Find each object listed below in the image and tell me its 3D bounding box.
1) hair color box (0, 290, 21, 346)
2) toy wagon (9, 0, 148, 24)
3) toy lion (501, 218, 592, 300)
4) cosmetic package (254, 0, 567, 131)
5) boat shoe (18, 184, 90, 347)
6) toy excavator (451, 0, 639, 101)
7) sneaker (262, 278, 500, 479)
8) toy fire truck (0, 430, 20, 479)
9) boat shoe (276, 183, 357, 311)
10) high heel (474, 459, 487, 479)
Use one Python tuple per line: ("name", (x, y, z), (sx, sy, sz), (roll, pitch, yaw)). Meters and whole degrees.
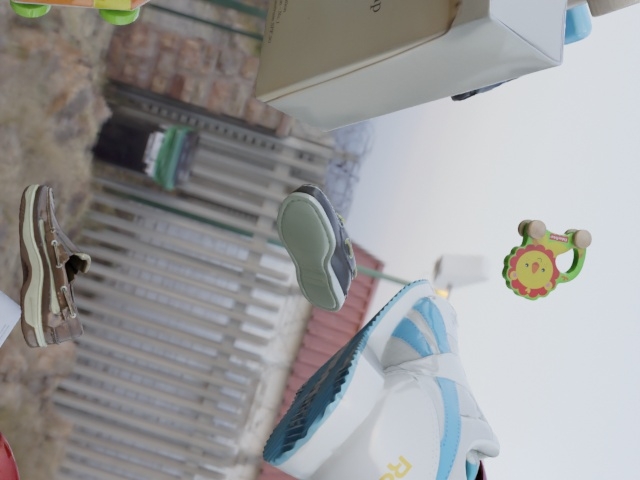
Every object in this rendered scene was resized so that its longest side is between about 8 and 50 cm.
("hair color box", (-0.629, 0.070, 1.388), (0.105, 0.347, 0.173), (-21, -147, 39))
("toy wagon", (-0.350, -0.384, 1.183), (0.267, 0.345, 0.068), (109, -21, -56))
("toy lion", (0.269, 0.026, 1.142), (0.034, 0.100, 0.096), (-168, -92, -75))
("cosmetic package", (0.082, -0.224, 0.938), (0.310, 0.113, 0.160), (-11, -114, 47))
("boat shoe", (-0.384, 0.033, 1.391), (0.095, 0.095, 0.257), (98, -16, -65))
("toy excavator", (0.389, -0.407, 1.621), (0.433, 0.445, 0.222), (-32, 104, -58))
("sneaker", (0.043, 0.090, 0.504), (0.087, 0.092, 0.229), (-47, 178, 20))
("toy fire truck", (-0.415, 0.159, 0.892), (0.302, 0.169, 0.253), (-7, -88, 52))
("boat shoe", (0.000, 0.000, 1.237), (0.068, 0.081, 0.227), (-58, 154, -31))
("high heel", (0.110, 0.205, 0.889), (0.181, 0.127, 0.377), (89, -8, -49))
